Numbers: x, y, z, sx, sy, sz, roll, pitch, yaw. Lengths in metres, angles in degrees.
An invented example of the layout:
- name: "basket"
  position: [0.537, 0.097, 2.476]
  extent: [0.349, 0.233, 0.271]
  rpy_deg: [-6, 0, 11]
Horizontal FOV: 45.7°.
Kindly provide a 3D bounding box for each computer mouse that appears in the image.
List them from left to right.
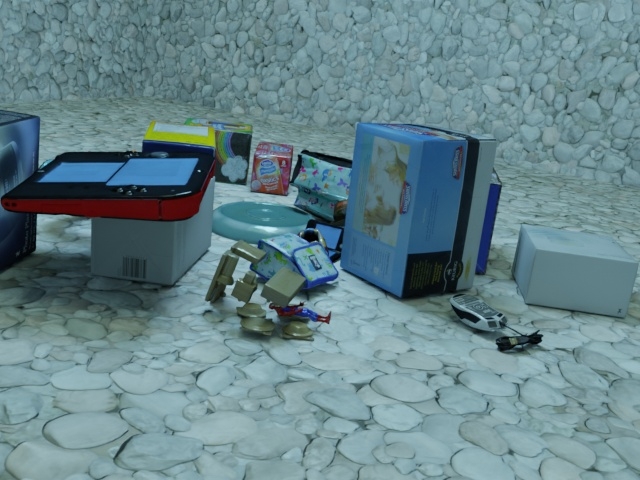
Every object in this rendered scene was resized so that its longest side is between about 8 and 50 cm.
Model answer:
- name: "computer mouse"
  position: [0.331, 0.162, 1.488]
  extent: [0.106, 0.042, 0.193]
  rpy_deg: [-10, 29, -35]

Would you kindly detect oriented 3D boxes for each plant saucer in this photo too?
- name: "plant saucer"
  position: [-0.146, -0.052, 2.011]
  extent: [0.318, 0.043, 0.317]
  rpy_deg: [7, 15, -2]

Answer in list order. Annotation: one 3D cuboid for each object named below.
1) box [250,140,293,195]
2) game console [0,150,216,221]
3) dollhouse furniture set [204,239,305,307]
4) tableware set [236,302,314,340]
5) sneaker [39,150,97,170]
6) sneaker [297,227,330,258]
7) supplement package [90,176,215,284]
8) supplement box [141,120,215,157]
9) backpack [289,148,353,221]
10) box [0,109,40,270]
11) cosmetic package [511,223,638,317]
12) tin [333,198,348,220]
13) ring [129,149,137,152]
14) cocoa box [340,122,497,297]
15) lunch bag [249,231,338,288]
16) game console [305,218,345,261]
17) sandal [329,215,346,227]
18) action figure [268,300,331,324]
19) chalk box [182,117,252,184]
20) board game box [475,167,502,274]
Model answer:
- name: "box"
  position: [-0.157, -0.241, 2.499]
  extent: [0.123, 0.128, 0.257]
  rpy_deg: [6, 15, -2]
- name: "game console"
  position: [-0.388, -0.121, 1.479]
  extent: [0.342, 0.060, 0.386]
  rpy_deg: [4, 18, -3]
- name: "dollhouse furniture set"
  position: [-0.128, 0.101, 1.417]
  extent: [0.151, 0.123, 0.144]
  rpy_deg: [26, 19, 6]
- name: "tableware set"
  position: [-0.082, 0.145, 1.397]
  extent: [0.141, 0.020, 0.168]
  rpy_deg: [7, 15, -10]
- name: "sneaker"
  position: [-0.667, -0.172, 2.144]
  extent: [0.125, 0.104, 0.262]
  rpy_deg: [32, 28, 18]
- name: "sneaker"
  position: [-0.020, -0.001, 1.761]
  extent: [0.069, 0.084, 0.185]
  rpy_deg: [-20, 27, -8]
- name: "supplement package"
  position: [-0.350, -0.039, 1.629]
  extent: [0.177, 0.175, 0.293]
  rpy_deg: [7, 16, 6]
- name: "supplement box"
  position: [-0.404, -0.212, 2.173]
  extent: [0.194, 0.195, 0.356]
  rpy_deg: [5, 17, -9]
- name: "backpack"
  position: [0.061, -0.140, 2.102]
  extent: [0.253, 0.191, 0.225]
  rpy_deg: [11, -1, 29]
- name: "box"
  position: [-0.680, -0.086, 1.438]
  extent: [0.183, 0.296, 0.294]
  rpy_deg: [9, 17, 5]
- name: "cosmetic package"
  position: [0.579, 0.064, 1.759]
  extent: [0.224, 0.138, 0.224]
  rpy_deg: [8, 17, 3]
- name: "tin"
  position: [0.111, -0.058, 1.981]
  extent: [0.106, 0.040, 0.190]
  rpy_deg: [-21, -33, 32]
- name: "ring"
  position: [-0.451, -0.143, 1.852]
  extent: [0.337, 0.032, 0.336]
  rpy_deg: [-8, -19, -3]
- name: "cocoa box"
  position: [0.211, -0.076, 1.695]
  extent: [0.228, 0.347, 0.231]
  rpy_deg: [-5, 19, -35]
- name: "lunch bag"
  position: [-0.051, 0.051, 1.618]
  extent: [0.151, 0.096, 0.129]
  rpy_deg: [31, 23, 24]
- name: "game console"
  position: [0.000, 0.000, 1.849]
  extent: [0.122, 0.107, 0.071]
  rpy_deg: [15, -11, 23]
- name: "sandal"
  position: [0.126, -0.011, 1.956]
  extent: [0.219, 0.060, 0.090]
  rpy_deg: [13, -29, -3]
- name: "action figure"
  position: [-0.038, 0.129, 1.390]
  extent: [0.115, 0.030, 0.038]
  rpy_deg: [7, 18, 3]
- name: "chalk box"
  position: [-0.377, -0.302, 2.521]
  extent: [0.289, 0.180, 0.179]
  rpy_deg: [7, 16, -6]
- name: "board game box"
  position: [0.366, -0.071, 1.959]
  extent: [0.141, 0.232, 0.291]
  rpy_deg: [9, 15, 6]
